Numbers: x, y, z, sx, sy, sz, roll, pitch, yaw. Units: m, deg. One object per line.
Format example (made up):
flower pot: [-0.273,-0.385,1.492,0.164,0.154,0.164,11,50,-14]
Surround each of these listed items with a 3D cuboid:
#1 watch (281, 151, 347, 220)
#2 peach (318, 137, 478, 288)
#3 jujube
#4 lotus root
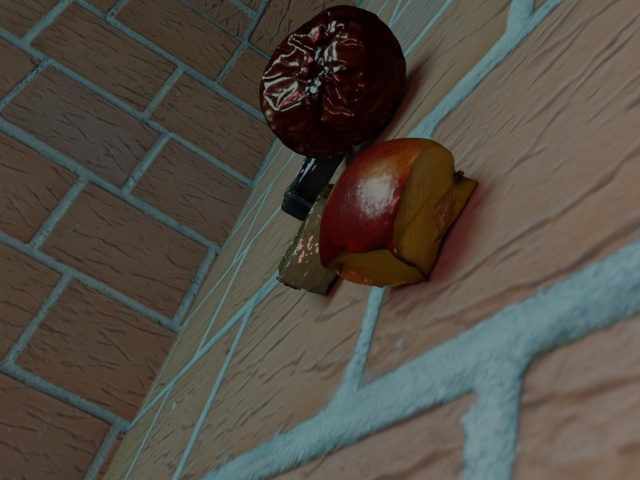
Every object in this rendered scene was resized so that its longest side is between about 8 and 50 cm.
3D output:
watch: [-0.013,-0.124,1.191,0.193,0.068,0.206,-57,8,26]
peach: [0.063,-0.025,0.555,0.118,0.151,0.151,20,75,33]
jujube: [0.026,-0.252,1.009,0.232,0.213,0.213,-34,23,27]
lotus root: [0.003,0.002,0.806,0.144,0.070,0.143,-61,5,10]
